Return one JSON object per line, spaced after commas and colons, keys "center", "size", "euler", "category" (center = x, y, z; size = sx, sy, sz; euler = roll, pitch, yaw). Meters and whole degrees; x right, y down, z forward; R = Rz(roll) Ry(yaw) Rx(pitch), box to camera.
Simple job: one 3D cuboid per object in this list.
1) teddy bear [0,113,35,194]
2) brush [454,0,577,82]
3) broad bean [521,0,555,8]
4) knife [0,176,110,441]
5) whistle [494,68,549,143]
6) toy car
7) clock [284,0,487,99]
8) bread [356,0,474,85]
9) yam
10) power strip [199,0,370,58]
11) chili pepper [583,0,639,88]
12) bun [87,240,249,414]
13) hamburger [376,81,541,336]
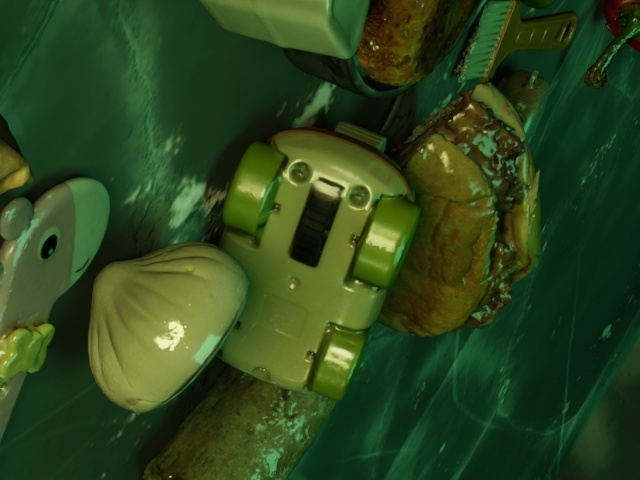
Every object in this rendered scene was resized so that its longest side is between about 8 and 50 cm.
{"center": [-0.246, -0.090, 0.747], "size": [0.246, 0.222, 0.296], "euler": [-107, -173, -77], "category": "teddy bear"}
{"center": [0.215, -0.213, 1.837], "size": [0.314, 0.017, 0.090], "euler": [-18, 133, -63], "category": "brush"}
{"center": [0.258, -0.284, 1.800], "size": [0.052, 0.053, 0.256], "euler": [-27, -176, 41], "category": "broad bean"}
{"center": [-0.236, 0.139, 1.194], "size": [0.132, 0.038, 0.399], "euler": [-5, 122, -63], "category": "knife"}
{"center": [0.193, -0.099, 1.881], "size": [0.107, 0.057, 0.220], "euler": [-60, 169, -45], "category": "whistle"}
{"center": [0.000, 0.000, 1.463], "size": [0.235, 0.145, 0.235], "euler": [23, 90, -85], "category": "toy car"}
{"center": [0.082, -0.262, 1.386], "size": [0.319, 0.066, 0.319], "euler": [-49, 155, -31], "category": "clock"}
{"center": [0.084, -0.200, 1.295], "size": [0.193, 0.064, 0.193], "euler": [-55, 165, -23], "category": "bread"}
{"center": [-0.060, 0.165, 1.546], "size": [0.194, 0.107, 0.107], "euler": [-52, 158, -25], "category": "yam"}
{"center": [-0.015, -0.257, 1.119], "size": [0.229, 0.141, 0.261], "euler": [47, 59, -70], "category": "power strip"}
{"center": [0.420, -0.318, 2.057], "size": [0.387, 0.110, 0.110], "euler": [-50, 157, -31], "category": "chili pepper"}
{"center": [-0.122, 0.050, 1.276], "size": [0.138, 0.094, 0.138], "euler": [-44, -166, 14], "category": "bun"}
{"center": [0.116, -0.018, 1.653], "size": [0.282, 0.245, 0.155], "euler": [-15, -148, 51], "category": "hamburger"}
